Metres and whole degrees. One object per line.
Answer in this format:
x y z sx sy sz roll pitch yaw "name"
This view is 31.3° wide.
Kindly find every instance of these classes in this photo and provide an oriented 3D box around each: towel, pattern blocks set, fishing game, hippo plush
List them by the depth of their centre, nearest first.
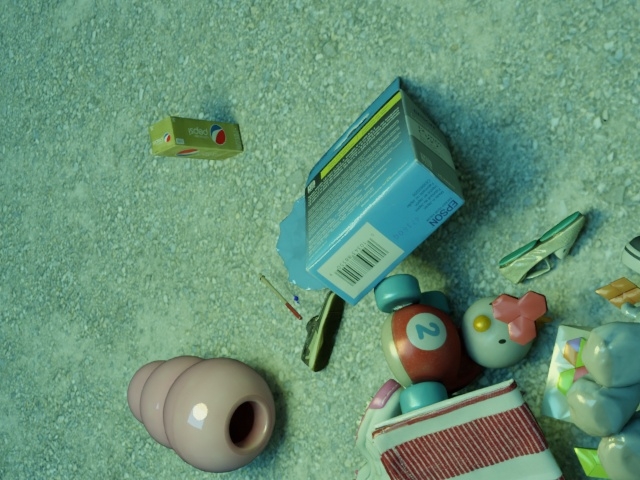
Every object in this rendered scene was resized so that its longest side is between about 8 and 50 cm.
0.429 0.149 1.468 0.234 0.236 0.294 22 104 -4 "hippo plush"
0.409 0.196 1.617 0.324 0.026 0.285 -3 90 15 "pattern blocks set"
0.242 0.376 1.670 0.237 0.037 0.329 -22 107 19 "towel"
0.000 0.000 2.014 0.189 0.041 0.264 43 104 36 "fishing game"

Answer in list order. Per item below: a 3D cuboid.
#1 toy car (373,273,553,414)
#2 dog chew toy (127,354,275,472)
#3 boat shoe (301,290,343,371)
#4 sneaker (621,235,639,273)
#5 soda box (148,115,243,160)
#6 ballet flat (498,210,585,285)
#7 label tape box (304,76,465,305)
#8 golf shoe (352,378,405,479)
0.233 0.145 1.741 0.238 0.210 0.219 -24 62 23 "toy car"
-0.238 0.304 2.106 0.332 0.206 0.207 9 94 46 "dog chew toy"
-0.002 0.155 2.004 0.049 0.056 0.152 24 104 31 "boat shoe"
0.568 0.026 1.511 0.321 0.126 0.127 20 106 26 "sneaker"
-0.229 -0.187 2.112 0.061 0.181 0.058 -19 77 37 "soda box"
0.347 0.014 1.741 0.168 0.057 0.052 -36 95 36 "ballet flat"
0.092 -0.089 1.847 0.249 0.115 0.348 -45 19 21 "label tape box"
0.129 0.345 1.820 0.140 0.115 0.306 26 139 26 "golf shoe"
